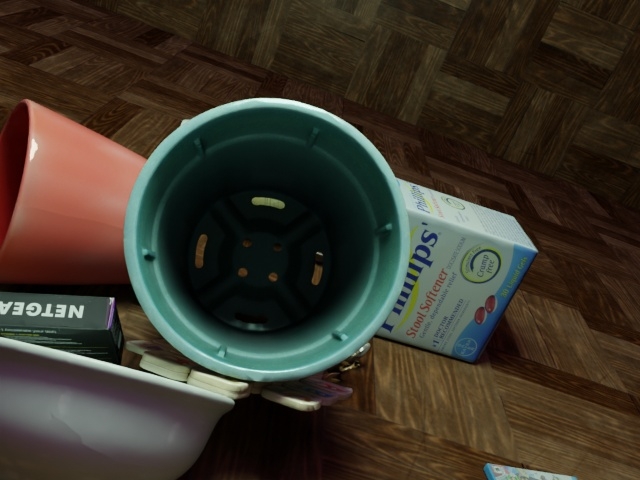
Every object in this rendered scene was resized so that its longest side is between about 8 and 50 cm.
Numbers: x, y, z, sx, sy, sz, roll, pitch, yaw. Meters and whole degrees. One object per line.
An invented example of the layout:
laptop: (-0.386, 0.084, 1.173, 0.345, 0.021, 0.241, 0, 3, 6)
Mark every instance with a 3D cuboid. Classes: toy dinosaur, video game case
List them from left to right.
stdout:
toy dinosaur: (-0.009, 0.195, 1.048, 0.212, 0.064, 0.112, 5, -1, -25)
video game case: (0.334, 0.389, 0.967, 0.166, 0.015, 0.119, 14, 25, -17)

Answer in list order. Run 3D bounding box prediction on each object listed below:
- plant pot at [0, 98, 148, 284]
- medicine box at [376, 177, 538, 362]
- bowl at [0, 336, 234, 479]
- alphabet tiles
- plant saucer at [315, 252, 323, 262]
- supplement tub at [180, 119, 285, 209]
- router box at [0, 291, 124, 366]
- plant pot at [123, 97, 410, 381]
plant pot: (-0.371, -0.048, 1.013, 0.243, 0.274, 0.275, 16, 23, -37)
medicine box: (0.204, 0.055, 1.236, 0.290, 0.263, 0.149, 17, 25, -12)
bowl: (-0.247, 0.191, 0.666, 0.298, 0.134, 0.298, 12, -17, 4)
alphabet tiles: (-0.107, 0.170, 0.888, 0.278, 0.021, 0.284, 14, -1, 23)
plant saucer: (0.000, 0.000, 1.454, 0.199, 0.036, 0.198, 18, 24, -9)
supplement tub: (-0.130, -0.144, 1.363, 0.317, 0.228, 0.228, 4, 27, -5)
router box: (-0.336, 0.111, 0.792, 0.179, 0.133, 0.046, 4, 59, -9)
plant pot: (-0.079, 0.015, 0.940, 0.341, 0.341, 0.334, 20, -9, -4)
